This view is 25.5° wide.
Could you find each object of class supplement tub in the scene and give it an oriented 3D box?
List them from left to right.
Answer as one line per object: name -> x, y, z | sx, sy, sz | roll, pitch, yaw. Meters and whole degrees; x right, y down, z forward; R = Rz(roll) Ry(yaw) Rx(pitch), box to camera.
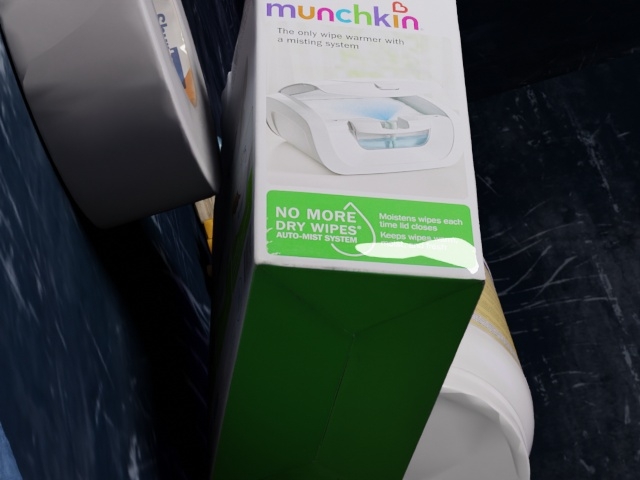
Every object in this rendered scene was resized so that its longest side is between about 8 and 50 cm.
supplement tub -> 0.069, 0.132, 1.336 | 0.331, 0.241, 0.241 | -96, 170, -64

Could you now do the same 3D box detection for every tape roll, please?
tape roll -> -0.120, -0.121, 0.796 | 0.219, 0.072, 0.219 | -17, 90, -87

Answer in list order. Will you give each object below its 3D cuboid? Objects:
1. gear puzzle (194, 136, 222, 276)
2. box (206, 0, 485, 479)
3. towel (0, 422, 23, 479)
gear puzzle -> -0.078, -0.012, 1.315 | 0.339, 0.044, 0.175 | -92, 165, -80
box -> 0.000, 0.000, 0.855 | 0.262, 0.126, 0.231 | 104, -12, -52
towel -> -0.098, 0.086, 0.408 | 0.067, 0.029, 0.119 | -100, 173, -75
